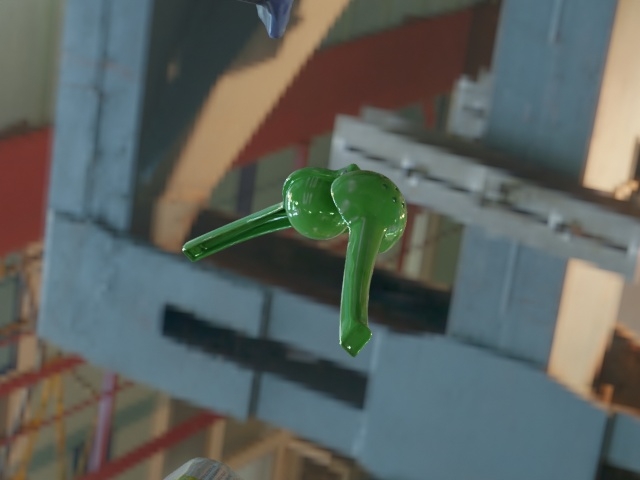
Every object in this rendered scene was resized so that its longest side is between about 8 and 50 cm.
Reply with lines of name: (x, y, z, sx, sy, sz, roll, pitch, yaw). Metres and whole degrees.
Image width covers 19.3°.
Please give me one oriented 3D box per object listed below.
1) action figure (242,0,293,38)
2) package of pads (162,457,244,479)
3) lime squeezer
action figure: (-0.009, -0.186, 0.422, 0.330, 0.341, 0.178, -4, -152, -23)
package of pads: (-0.143, 0.237, 0.824, 0.101, 0.296, 0.229, 49, -165, 0)
lime squeezer: (0.000, 0.000, 1.227, 0.059, 0.110, 0.310, 28, 178, -25)
